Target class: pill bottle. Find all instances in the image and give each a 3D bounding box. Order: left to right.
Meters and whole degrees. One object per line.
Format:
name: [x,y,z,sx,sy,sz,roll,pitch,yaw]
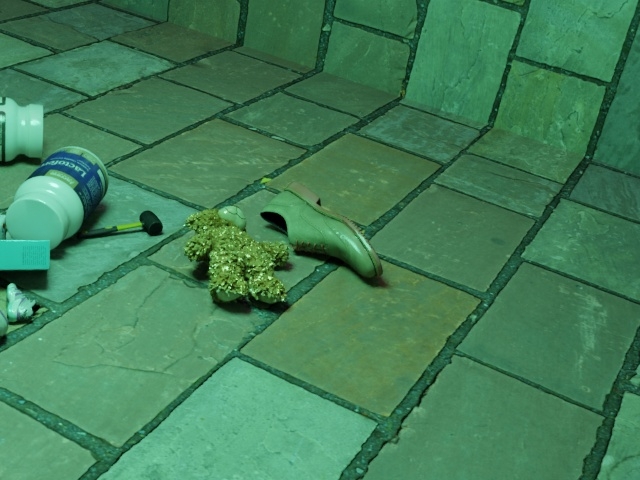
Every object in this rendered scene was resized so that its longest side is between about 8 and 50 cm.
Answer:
pill bottle: [-0.821,-0.272,2.244,0.279,0.162,0.162,2,29,-19]
pill bottle: [-0.570,-0.089,2.001,0.153,0.153,0.264,11,28,1]

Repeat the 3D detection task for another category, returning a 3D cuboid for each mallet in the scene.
mallet: [-0.452,-0.032,2.066,0.190,0.039,0.062,-7,32,-23]

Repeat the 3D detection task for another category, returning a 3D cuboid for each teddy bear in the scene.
teddy bear: [-0.179,0.025,1.973,0.245,0.113,0.338,9,28,-7]

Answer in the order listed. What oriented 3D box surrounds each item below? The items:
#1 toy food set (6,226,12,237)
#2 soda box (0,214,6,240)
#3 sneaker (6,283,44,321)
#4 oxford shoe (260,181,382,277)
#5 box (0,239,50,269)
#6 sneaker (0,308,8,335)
toy food set: [-0.714,-0.027,1.975,0.122,0.019,0.078,0,30,-19]
soda box: [-0.761,-0.023,1.893,0.216,0.073,0.069,9,28,-2]
sneaker: [-0.558,0.119,1.747,0.069,0.038,0.098,1,39,-20]
oxford shoe: [0.000,0.000,2.116,0.130,0.123,0.348,-36,49,-20]
box: [-0.657,0.029,1.803,0.244,0.060,0.100,1,-3,-19]
sneaker: [-0.707,0.117,1.650,0.305,0.114,0.152,25,65,4]
